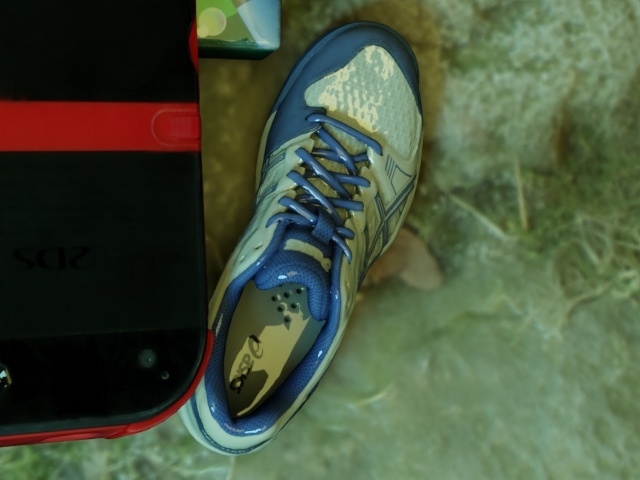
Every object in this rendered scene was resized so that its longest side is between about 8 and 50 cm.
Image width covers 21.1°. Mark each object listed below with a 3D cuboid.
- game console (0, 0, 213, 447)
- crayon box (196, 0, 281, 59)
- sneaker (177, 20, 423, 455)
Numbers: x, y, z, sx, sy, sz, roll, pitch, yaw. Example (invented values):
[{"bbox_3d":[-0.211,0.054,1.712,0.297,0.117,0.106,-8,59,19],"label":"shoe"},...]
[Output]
[{"bbox_3d":[-0.241,-0.050,0.941,0.386,0.060,0.342,-2,87,-31],"label":"game console"},{"bbox_3d":[-0.186,-0.221,1.071,0.323,0.083,0.203,1,91,-9],"label":"crayon box"},{"bbox_3d":[0.000,0.000,1.082,0.112,0.131,0.296,20,86,-7],"label":"sneaker"}]
